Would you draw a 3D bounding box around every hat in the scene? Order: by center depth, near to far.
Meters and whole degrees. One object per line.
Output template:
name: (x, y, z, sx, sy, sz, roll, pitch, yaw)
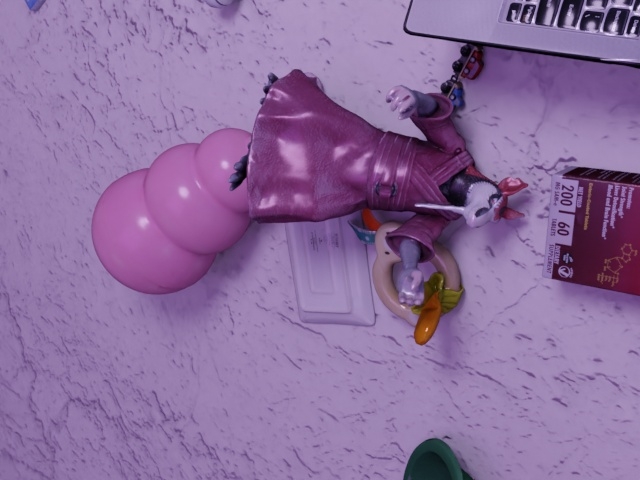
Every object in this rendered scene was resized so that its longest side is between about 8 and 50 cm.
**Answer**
hat: (0.239, 0.390, 1.121, 0.208, 0.183, 0.173, -122, 46, -63)

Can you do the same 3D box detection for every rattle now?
rattle: (0.090, 0.038, 1.054, 0.200, 0.142, 0.130, 54, 138, 0)

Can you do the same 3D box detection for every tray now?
tray: (0.000, 0.000, 1.179, 0.145, 0.030, 0.271, -1, 102, 35)

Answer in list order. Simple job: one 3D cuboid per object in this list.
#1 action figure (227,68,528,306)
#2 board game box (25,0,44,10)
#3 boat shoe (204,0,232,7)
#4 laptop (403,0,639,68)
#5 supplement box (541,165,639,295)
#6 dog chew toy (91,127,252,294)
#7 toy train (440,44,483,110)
action figure: (0.082, -0.078, 1.018, 0.369, 0.276, 0.248, 14, 102, 7)
board game box: (-0.522, -0.483, 1.421, 0.090, 0.020, 0.090, -34, 84, 37)
boat shoe: (-0.131, -0.449, 1.113, 0.075, 0.083, 0.227, 12, 109, 34)
laptop: (0.274, -0.373, 0.670, 0.407, 0.236, 0.382, 16, 88, 26)
supplement box: (0.382, -0.003, 0.880, 0.239, 0.073, 0.130, 11, 108, 32)
dog chew toy: (-0.202, -0.055, 1.210, 0.331, 0.206, 0.207, -34, 82, 29)
toy train: (0.188, -0.223, 0.987, 0.036, 0.027, 0.158, 34, 120, 11)
